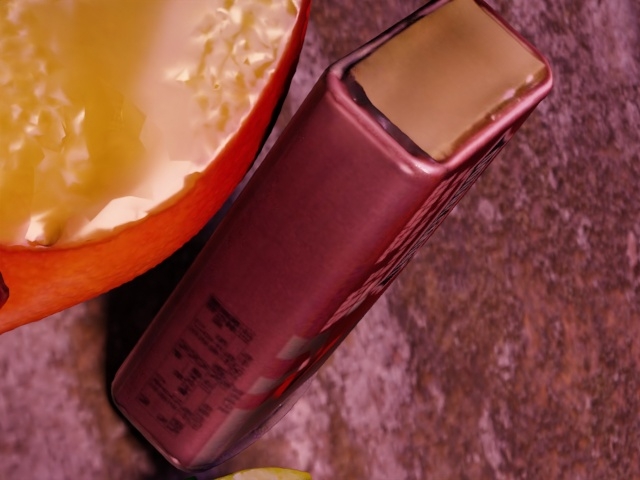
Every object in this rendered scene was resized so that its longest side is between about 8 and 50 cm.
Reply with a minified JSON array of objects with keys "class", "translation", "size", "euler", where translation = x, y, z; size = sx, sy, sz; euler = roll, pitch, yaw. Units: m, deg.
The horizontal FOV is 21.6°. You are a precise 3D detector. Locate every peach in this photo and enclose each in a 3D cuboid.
[{"class":"peach","translation":[-0.086,-0.077,0.665],"size":[0.154,0.159,0.267],"euler":[12,84,-10]}]

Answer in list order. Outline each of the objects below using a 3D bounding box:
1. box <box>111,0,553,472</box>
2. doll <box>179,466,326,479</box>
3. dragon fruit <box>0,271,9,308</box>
[{"class":"box","translation":[0.000,0.000,0.720],"size":[0.069,0.224,0.120],"euler":[44,41,8]},{"class":"doll","translation":[-0.032,0.190,0.727],"size":[0.134,0.106,0.186],"euler":[19,66,-24]},{"class":"dragon fruit","translation":[-0.249,-0.059,0.518],"size":[0.205,0.152,0.317],"euler":[-30,90,-5]}]
